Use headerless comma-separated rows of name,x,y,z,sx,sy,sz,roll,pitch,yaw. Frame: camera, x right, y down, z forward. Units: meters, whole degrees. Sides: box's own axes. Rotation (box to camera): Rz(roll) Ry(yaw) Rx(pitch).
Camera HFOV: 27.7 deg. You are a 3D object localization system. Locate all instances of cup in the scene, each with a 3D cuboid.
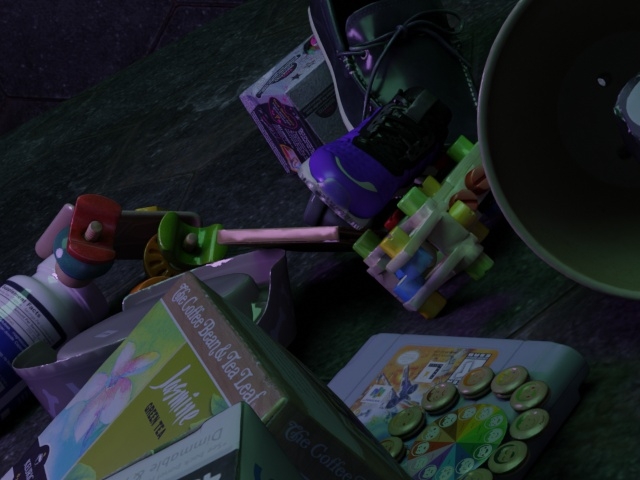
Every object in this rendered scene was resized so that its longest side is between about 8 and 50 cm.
cup,0.319,-0.122,1.257,0.331,0.331,0.237,-29,3,10

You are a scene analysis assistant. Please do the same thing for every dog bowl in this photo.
dog bowl,-0.185,0.121,1.546,0.348,0.102,0.349,-22,7,3

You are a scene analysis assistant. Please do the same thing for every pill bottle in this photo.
pill bottle,-0.447,0.147,1.897,0.264,0.153,0.153,-43,24,-25

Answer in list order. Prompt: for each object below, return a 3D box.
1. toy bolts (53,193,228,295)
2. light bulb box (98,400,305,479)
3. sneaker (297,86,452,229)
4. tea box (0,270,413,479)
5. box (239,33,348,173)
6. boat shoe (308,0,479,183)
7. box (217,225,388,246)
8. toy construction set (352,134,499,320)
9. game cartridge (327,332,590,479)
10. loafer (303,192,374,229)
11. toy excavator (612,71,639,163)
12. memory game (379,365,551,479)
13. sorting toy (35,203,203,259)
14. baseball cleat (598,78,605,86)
toy bolts,-0.271,0.058,1.825,0.158,0.228,0.218,130,155,-55
light bulb box,-0.097,0.348,0.720,0.358,0.361,0.225,-28,23,11
sneaker,0.077,-0.113,1.487,0.146,0.102,0.293,-49,-4,23
tea box,-0.103,0.245,1.054,0.323,0.220,0.329,-48,23,-2
box,0.028,-0.238,2.032,0.247,0.163,0.142,-44,26,-25
boat shoe,0.104,-0.252,1.775,0.186,0.156,0.500,-12,45,-13
box,0.000,0.000,1.600,0.201,0.021,0.164,-2,-5,41
toy construction set,0.171,-0.041,1.444,0.327,0.151,0.215,-33,-4,-21
game cartridge,0.093,0.173,1.241,0.198,0.062,0.297,-42,23,-31
loafer,0.076,-0.100,1.810,0.302,0.095,0.109,-54,-10,-46
toy excavator,0.484,-0.025,0.897,0.445,0.222,0.433,-25,36,11
memory game,0.117,0.171,1.125,0.186,0.012,0.186,-28,23,13
sorting toy,-0.304,-0.013,1.942,0.193,0.208,0.038,-38,52,56
baseball cleat,0.359,-0.142,1.461,0.206,0.109,0.072,0,52,57
